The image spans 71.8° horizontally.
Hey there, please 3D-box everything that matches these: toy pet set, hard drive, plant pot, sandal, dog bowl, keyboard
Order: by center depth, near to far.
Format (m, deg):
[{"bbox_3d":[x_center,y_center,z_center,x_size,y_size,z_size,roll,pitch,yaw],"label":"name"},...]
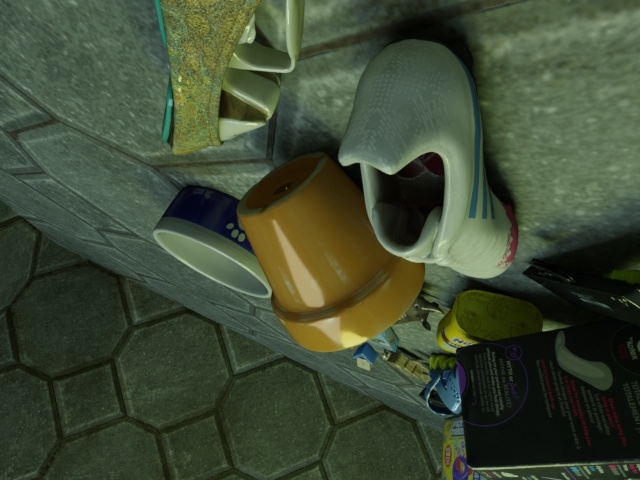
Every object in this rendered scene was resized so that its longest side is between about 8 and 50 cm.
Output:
[{"bbox_3d":[0.283,0.050,0.471,0.108,0.023,0.180,32,180,-3],"label":"keyboard"},{"bbox_3d":[0.000,0.000,0.559,0.205,0.205,0.188,0,131,49],"label":"plant pot"},{"bbox_3d":[-0.193,0.009,0.895,0.265,0.104,0.265,22,159,9],"label":"dog bowl"},{"bbox_3d":[0.333,0.336,1.018,0.126,0.138,0.317,28,157,2],"label":"sandal"},{"bbox_3d":[0.132,0.297,1.239,0.122,0.114,0.065,12,127,28],"label":"toy pet set"},{"bbox_3d":[0.482,0.571,1.507,0.254,0.054,0.172,5,150,44],"label":"hard drive"}]

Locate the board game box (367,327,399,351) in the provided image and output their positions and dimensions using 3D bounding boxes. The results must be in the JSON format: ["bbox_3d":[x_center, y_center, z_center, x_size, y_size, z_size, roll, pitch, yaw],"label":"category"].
[{"bbox_3d":[0.100,0.213,1.126,0.160,0.039,0.211,14,157,30],"label":"board game box"}]

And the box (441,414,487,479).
[{"bbox_3d":[0.434,0.473,0.920,0.279,0.177,0.290,10,154,1],"label":"box"}]

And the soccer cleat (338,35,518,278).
[{"bbox_3d":[0.105,-0.023,0.421,0.116,0.143,0.331,10,154,36],"label":"soccer cleat"}]

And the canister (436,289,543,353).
[{"bbox_3d":[0.264,0.145,0.720,0.126,0.073,0.170,12,159,8],"label":"canister"}]

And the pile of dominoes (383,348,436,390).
[{"bbox_3d":[0.299,0.404,1.268,0.251,0.040,0.196,39,165,-8],"label":"pile of dominoes"}]

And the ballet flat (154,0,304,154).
[{"bbox_3d":[-0.080,-0.157,0.380,0.123,0.123,0.348,29,159,-7],"label":"ballet flat"}]

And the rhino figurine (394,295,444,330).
[{"bbox_3d":[0.126,0.118,0.830,0.243,0.073,0.106,-1,142,48],"label":"rhino figurine"}]

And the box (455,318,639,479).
[{"bbox_3d":[0.332,0.213,0.560,0.270,0.165,0.143,-20,134,30],"label":"box"}]

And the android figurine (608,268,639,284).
[{"bbox_3d":[0.401,0.043,0.363,0.248,0.056,0.273,38,154,-29],"label":"android figurine"}]
